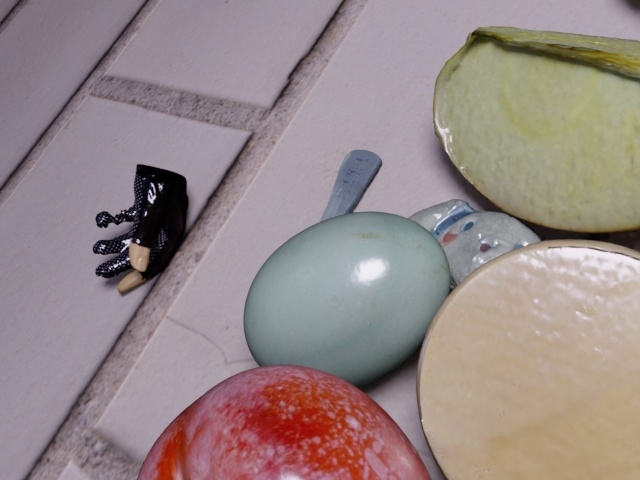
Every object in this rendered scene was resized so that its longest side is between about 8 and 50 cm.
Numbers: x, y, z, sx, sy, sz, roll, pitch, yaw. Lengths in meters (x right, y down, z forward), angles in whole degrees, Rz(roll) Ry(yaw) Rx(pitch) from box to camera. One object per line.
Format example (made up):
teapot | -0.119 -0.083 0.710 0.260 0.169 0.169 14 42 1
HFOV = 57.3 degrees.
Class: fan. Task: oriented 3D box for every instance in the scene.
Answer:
fan | 0.000 0.000 0.743 0.057 0.023 0.282 17 69 32

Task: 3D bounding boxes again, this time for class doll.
doll | 0.176 0.019 0.611 0.214 0.072 0.103 29 67 35

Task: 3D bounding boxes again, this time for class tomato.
tomato | -0.023 0.243 0.479 0.270 0.227 0.270 -18 65 44

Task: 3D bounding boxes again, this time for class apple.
apple | 0.273 -0.127 0.576 0.254 0.179 0.346 -53 42 1

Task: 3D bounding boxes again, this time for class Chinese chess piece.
Chinese chess piece | 0.204 0.124 0.478 0.250 0.097 0.251 -4 79 23

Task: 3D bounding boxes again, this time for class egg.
egg | 0.024 0.062 0.593 0.230 0.168 0.168 -34 50 27

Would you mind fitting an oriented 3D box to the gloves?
gloves | -0.249 -0.010 0.841 0.129 0.106 0.181 25 103 36
